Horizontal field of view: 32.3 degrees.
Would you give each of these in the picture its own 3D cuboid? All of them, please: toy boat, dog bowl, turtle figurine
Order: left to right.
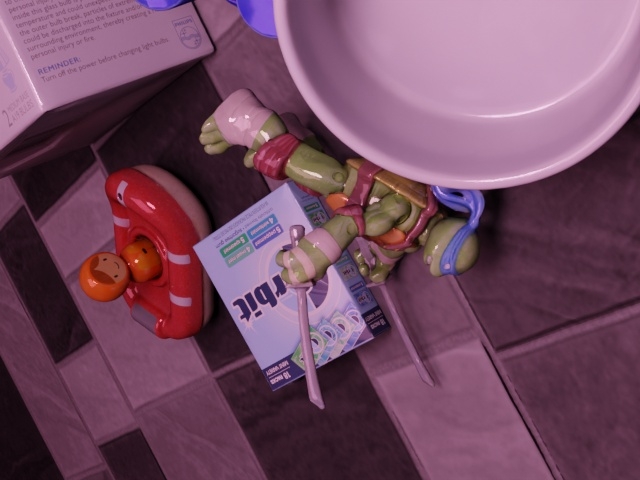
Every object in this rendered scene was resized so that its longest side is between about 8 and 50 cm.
[{"bbox_3d":[-0.223,0.025,1.338,0.151,0.151,0.231,29,131,37],"label":"toy boat"},{"bbox_3d":[0.000,0.000,1.023,0.266,0.198,0.274,41,133,26],"label":"turtle figurine"},{"bbox_3d":[0.107,-0.174,0.774,0.265,0.104,0.264,8,125,12],"label":"dog bowl"}]

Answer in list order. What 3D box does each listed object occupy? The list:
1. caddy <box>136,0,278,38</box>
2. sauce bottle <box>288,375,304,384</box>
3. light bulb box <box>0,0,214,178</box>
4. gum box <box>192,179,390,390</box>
[{"bbox_3d":[-0.050,-0.333,0.910,0.241,0.179,0.341,17,125,17],"label":"caddy"},{"bbox_3d":[-0.049,0.103,1.268,0.042,0.042,0.128,-6,106,51],"label":"sauce bottle"},{"bbox_3d":[-0.360,-0.286,1.260,0.358,0.225,0.361,-23,94,53],"label":"light bulb box"},{"bbox_3d":[-0.034,0.048,1.186,0.157,0.041,0.184,-32,86,35],"label":"gum box"}]
